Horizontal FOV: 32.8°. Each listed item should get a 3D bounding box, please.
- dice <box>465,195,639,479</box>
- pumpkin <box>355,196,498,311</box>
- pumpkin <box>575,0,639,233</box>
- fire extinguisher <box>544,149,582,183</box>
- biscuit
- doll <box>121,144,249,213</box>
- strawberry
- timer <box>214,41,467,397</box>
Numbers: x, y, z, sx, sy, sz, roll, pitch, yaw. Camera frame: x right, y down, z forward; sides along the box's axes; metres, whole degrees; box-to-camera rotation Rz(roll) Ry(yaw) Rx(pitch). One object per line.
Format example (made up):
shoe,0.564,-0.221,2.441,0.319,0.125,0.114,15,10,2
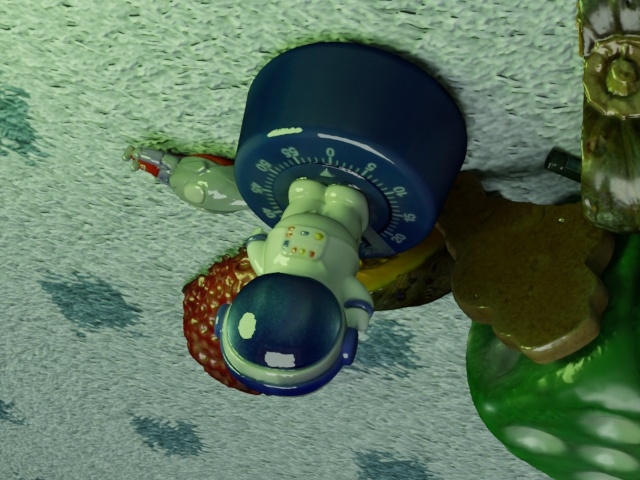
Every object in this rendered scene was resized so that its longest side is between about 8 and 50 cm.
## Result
dice,0.369,0.130,1.309,0.300,0.297,0.287,34,147,-24
pumpkin,0.095,0.050,1.432,0.312,0.169,0.148,-7,137,33
pumpkin,0.338,-0.146,1.111,0.139,0.190,0.280,3,101,23
fire extinguisher,0.304,-0.080,1.277,0.083,0.025,0.038,21,171,-4
biscuit,0.223,0.014,1.241,0.047,0.183,0.320,52,173,-39
doll,-0.158,-0.081,1.454,0.228,0.075,0.102,20,166,18
strawberry,-0.092,0.152,1.697,0.253,0.150,0.280,29,147,-17
timer,0.000,0.000,1.209,0.270,0.383,0.270,12,146,8
